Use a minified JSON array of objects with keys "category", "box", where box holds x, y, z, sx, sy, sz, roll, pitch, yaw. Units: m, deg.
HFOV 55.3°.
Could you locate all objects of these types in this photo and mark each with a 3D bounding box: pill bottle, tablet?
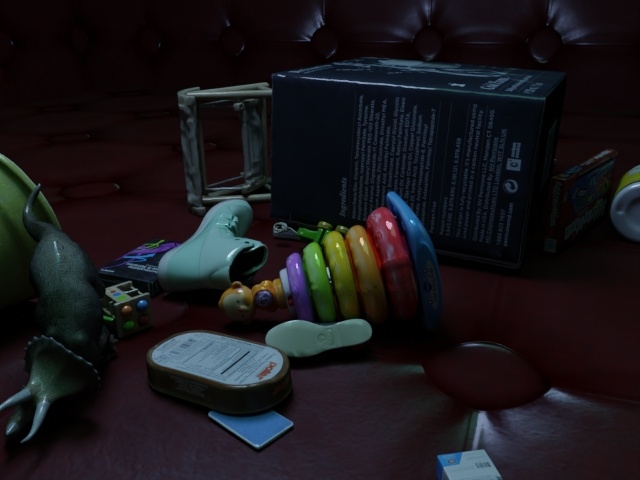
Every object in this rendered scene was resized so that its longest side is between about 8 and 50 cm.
[{"category":"pill bottle","box":[0.639,-0.080,1.197,0.119,0.119,0.208,10,23,26]},{"category":"tablet","box":[-0.076,0.194,0.662,0.083,0.006,0.054,19,28,39]}]

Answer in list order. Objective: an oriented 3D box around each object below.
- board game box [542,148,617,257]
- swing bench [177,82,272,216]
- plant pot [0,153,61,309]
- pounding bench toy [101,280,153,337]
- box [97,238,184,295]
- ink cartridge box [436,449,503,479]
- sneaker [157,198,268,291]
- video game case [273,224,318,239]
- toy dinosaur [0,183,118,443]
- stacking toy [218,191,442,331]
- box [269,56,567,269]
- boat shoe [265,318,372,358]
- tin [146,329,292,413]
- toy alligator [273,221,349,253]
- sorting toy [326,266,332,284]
[{"category":"board game box","box":[0.496,-0.077,1.158,0.027,0.145,0.281,18,28,38]},{"category":"swing bench","box":[-0.198,-0.212,1.375,0.254,0.253,0.165,-11,23,-27]},{"category":"plant pot","box":[-0.522,0.037,0.780,0.276,0.276,0.254,6,34,17]},{"category":"pounding bench toy","box":[-0.283,0.101,0.845,0.083,0.052,0.065,-19,28,-39]},{"category":"box","box":[-0.281,0.041,1.031,0.116,0.029,0.162,8,24,20]},{"category":"ink cartridge box","box":[0.140,0.226,0.542,0.048,0.028,0.083,-4,21,-9]},{"category":"sneaker","box":[-0.136,0.010,1.013,0.151,0.094,0.256,2,30,23]},{"category":"video game case","box":[0.017,-0.038,1.240,0.173,0.022,0.190,5,21,15]},{"category":"toy dinosaur","box":[-0.294,0.071,0.714,0.121,0.314,0.160,3,-19,-20]},{"category":"stacking toy","box":[0.005,0.057,0.851,0.301,0.175,0.166,-13,23,-1]},{"category":"box","box":[0.215,-0.195,1.233,0.471,0.297,0.480,10,22,22]},{"category":"boat shoe","box":[-0.002,0.127,0.787,0.137,0.049,0.043,-6,-21,-7]},{"category":"tin","box":[-0.123,0.151,0.724,0.189,0.040,0.106,8,25,28]},{"category":"toy alligator","box":[0.000,0.000,1.108,0.189,0.056,0.051,13,-17,34]},{"category":"sorting toy","box":[0.037,0.054,0.978,0.075,0.045,0.083,-11,20,-5]}]
